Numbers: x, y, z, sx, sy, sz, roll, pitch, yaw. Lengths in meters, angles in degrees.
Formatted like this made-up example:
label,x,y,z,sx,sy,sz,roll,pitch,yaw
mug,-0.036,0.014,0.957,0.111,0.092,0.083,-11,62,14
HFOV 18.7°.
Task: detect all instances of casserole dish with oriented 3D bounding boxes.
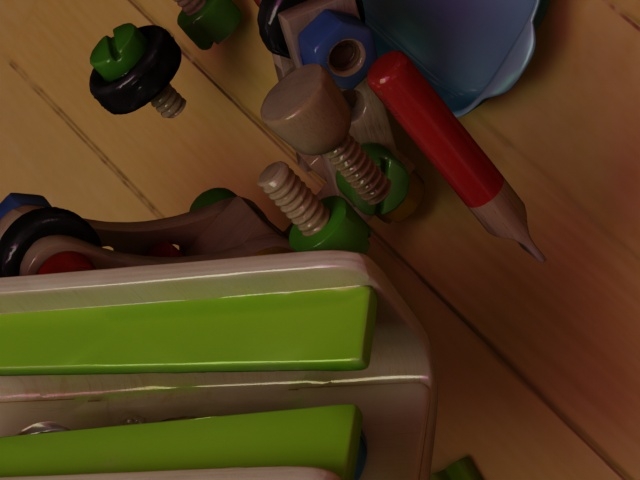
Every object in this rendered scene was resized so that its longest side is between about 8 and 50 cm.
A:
label,x,y,z,sx,sy,sz,roll,pitch,yaw
casserole dish,0.057,-0.151,1.101,0.188,0.037,0.114,45,119,26

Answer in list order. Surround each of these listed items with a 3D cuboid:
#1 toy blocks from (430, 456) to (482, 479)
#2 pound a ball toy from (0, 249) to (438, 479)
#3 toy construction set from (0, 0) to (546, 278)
label,x,y,z,sx,sy,sz,roll,pitch,yaw
toy blocks,-0.092,0.278,1.121,0.381,0.261,0.191,-40,72,33
pound a ball toy,-0.114,0.134,0.951,0.319,0.136,0.208,-6,56,23
toy construction set,0.000,0.000,1.077,0.309,0.237,0.257,4,53,52
